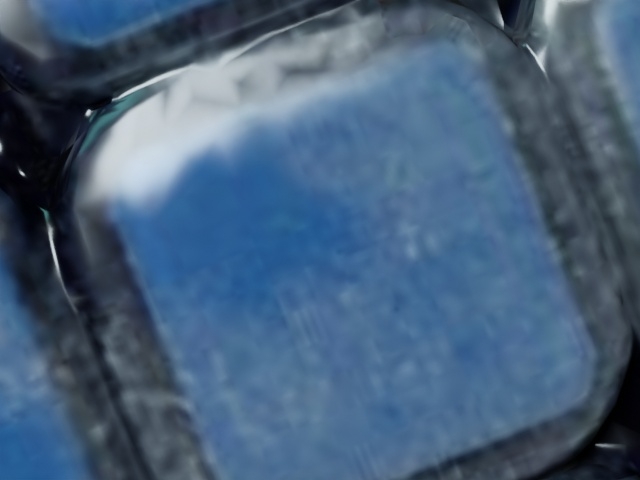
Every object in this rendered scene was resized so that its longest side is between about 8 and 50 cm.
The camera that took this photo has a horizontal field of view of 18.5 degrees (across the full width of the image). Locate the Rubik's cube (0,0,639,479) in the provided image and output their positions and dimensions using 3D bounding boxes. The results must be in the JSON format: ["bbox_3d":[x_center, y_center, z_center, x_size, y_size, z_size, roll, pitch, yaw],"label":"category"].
[{"bbox_3d":[0.000,0.000,0.510,0.301,0.305,0.304,-20,6,-1],"label":"Rubik's cube"}]
